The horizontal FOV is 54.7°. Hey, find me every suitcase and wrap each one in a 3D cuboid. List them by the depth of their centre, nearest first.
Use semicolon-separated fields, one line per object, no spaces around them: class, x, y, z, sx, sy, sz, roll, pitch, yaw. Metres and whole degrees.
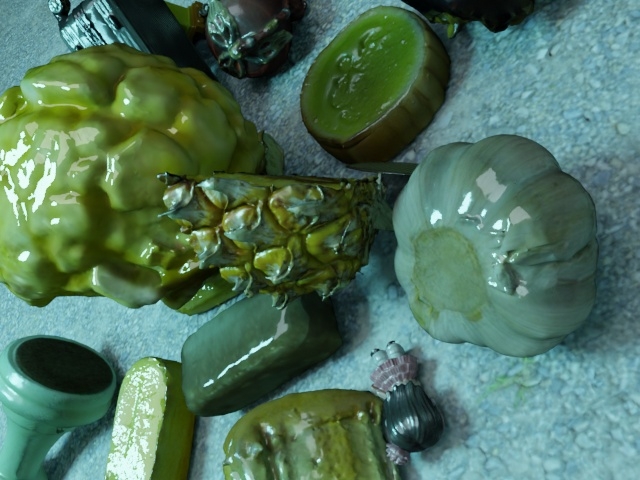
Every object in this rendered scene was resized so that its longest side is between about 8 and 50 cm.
suitcase;-0.297;-0.303;1.068;0.128;0.312;0.202;-31;12;23

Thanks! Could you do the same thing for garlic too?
garlic;0.170;0.003;0.605;0.227;0.152;0.228;26;122;51

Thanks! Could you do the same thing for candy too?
candy;-0.082;0.140;0.815;0.234;0.102;0.104;-37;49;24

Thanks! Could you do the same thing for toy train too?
toy train;-0.283;-0.382;1.219;0.219;0.127;0.089;-51;38;41

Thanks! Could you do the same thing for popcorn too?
popcorn;-0.263;-0.083;0.827;0.389;0.354;0.344;2;28;13

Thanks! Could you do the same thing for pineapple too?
pineapple;0.004;0.000;0.688;0.158;0.334;0.161;1;91;39

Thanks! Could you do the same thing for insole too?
insole;0.140;-0.085;0.756;0.253;0.086;0.005;11;110;39

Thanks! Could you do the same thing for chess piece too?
chess piece;-0.484;0.328;1.034;0.194;0.194;0.299;38;105;45

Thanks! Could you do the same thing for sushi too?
sushi;0.185;-0.366;0.777;0.200;0.204;0.213;-44;14;26

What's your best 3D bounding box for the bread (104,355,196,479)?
bread;-0.239;0.291;0.888;0.101;0.094;0.246;-9;64;28

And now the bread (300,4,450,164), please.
bread;0.072;-0.220;0.882;0.236;0.070;0.236;-19;58;32

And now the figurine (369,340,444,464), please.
figurine;0.086;0.174;0.679;0.072;0.054;0.129;-26;52;6

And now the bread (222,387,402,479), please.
bread;-0.047;0.266;0.698;0.251;0.133;0.174;-33;53;24

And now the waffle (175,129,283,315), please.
waffle;-0.149;-0.025;0.991;0.221;0.055;0.248;-27;54;29

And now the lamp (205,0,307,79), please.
lamp;-0.123;-0.364;1.088;0.214;0.151;0.223;-9;20;32
